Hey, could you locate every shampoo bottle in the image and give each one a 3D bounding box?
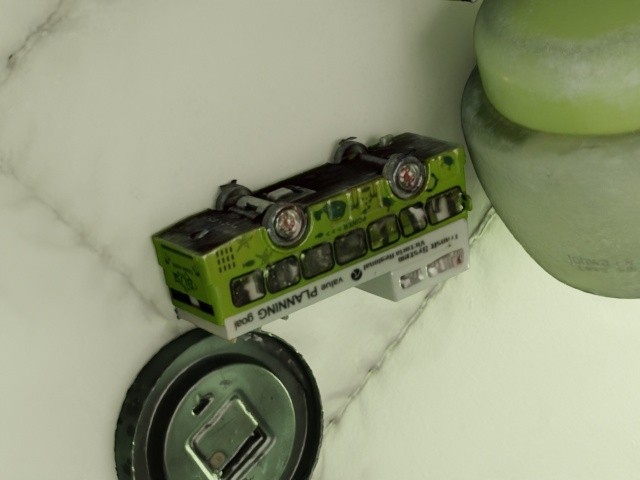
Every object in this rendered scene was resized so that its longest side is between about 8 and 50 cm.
[{"bbox_3d":[0.302,-0.116,1.772,0.322,0.322,0.317,-37,126,-25],"label":"shampoo bottle"}]

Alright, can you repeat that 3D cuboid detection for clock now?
[{"bbox_3d":[-0.094,0.182,1.714,0.215,0.042,0.215,-9,106,-35],"label":"clock"}]

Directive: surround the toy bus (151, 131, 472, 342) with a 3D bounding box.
[{"bbox_3d":[0.000,0.000,1.707,0.301,0.113,0.139,-22,113,-29],"label":"toy bus"}]

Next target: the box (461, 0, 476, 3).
[{"bbox_3d":[0.181,-0.379,1.689,0.310,0.084,0.198,-39,117,-23],"label":"box"}]
